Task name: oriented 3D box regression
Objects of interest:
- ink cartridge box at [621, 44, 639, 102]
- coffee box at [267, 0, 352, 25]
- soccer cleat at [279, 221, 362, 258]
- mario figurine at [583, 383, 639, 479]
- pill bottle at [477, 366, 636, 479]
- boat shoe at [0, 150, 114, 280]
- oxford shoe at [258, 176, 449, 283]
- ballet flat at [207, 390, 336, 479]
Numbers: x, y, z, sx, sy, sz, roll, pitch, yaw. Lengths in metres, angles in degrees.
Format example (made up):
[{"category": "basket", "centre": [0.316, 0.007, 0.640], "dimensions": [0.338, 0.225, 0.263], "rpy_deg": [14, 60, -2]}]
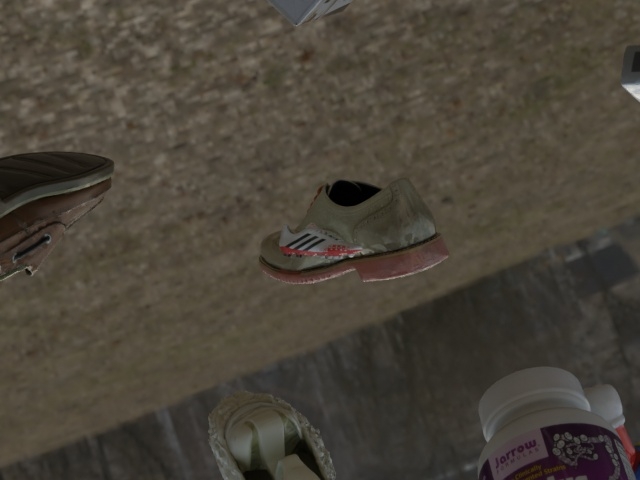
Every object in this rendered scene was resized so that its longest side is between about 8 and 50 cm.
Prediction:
[{"category": "ink cartridge box", "centre": [0.472, -0.158, 1.430], "dimensions": [0.189, 0.066, 0.232], "rpy_deg": [2, 160, 40]}, {"category": "coffee box", "centre": [-0.023, -0.424, 1.892], "dimensions": [0.119, 0.168, 0.297], "rpy_deg": [-47, 179, 20]}, {"category": "soccer cleat", "centre": [0.000, 0.000, 1.258], "dimensions": [0.083, 0.035, 0.029], "rpy_deg": [2, 180, 12]}, {"category": "mario figurine", "centre": [0.405, 0.277, 1.624], "dimensions": [0.320, 0.198, 0.170], "rpy_deg": [18, -162, 22]}, {"category": "pill bottle", "centre": [0.267, 0.292, 1.397], "dimensions": [0.169, 0.301, 0.169], "rpy_deg": [-6, 136, -6]}, {"category": "boat shoe", "centre": [-0.331, -0.017, 1.340], "dimensions": [0.111, 0.104, 0.307], "rpy_deg": [13, -157, 28]}, {"category": "oxford shoe", "centre": [0.033, -0.022, 1.897], "dimensions": [0.140, 0.146, 0.397], "rpy_deg": [-25, -169, -38]}, {"category": "ballet flat", "centre": [-0.039, 0.297, 1.617], "dimensions": [0.147, 0.409, 0.147], "rpy_deg": [-15, 128, -19]}]
